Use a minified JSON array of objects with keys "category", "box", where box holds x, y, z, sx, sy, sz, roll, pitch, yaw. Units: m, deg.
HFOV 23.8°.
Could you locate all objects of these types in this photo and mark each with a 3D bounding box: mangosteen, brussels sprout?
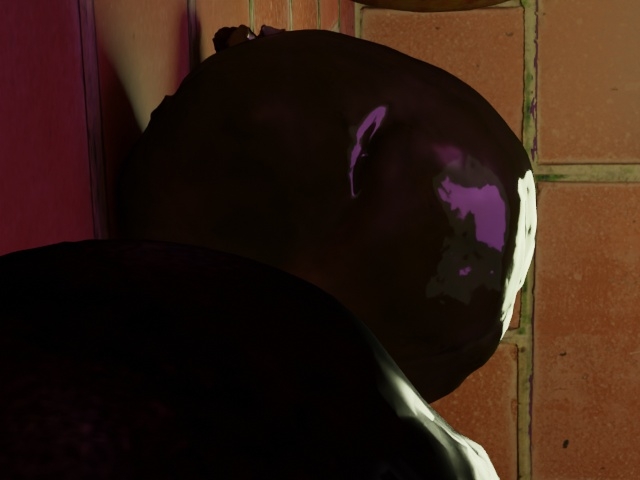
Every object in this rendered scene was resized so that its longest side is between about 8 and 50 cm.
[{"category":"mangosteen","box":[-0.043,0.141,0.454,0.297,0.293,0.297,158,-90,-86]},{"category":"brussels sprout","box":[0.012,-0.004,1.039,0.317,0.273,0.243,79,5,-54]}]

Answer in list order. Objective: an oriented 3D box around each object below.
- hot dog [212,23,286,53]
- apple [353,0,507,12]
[{"category":"hot dog","box":[-0.056,-0.077,1.273,0.146,0.103,0.213,8,72,-63]},{"category":"apple","box":[0.109,-0.399,1.443,0.334,0.400,0.400,98,-4,-62]}]
